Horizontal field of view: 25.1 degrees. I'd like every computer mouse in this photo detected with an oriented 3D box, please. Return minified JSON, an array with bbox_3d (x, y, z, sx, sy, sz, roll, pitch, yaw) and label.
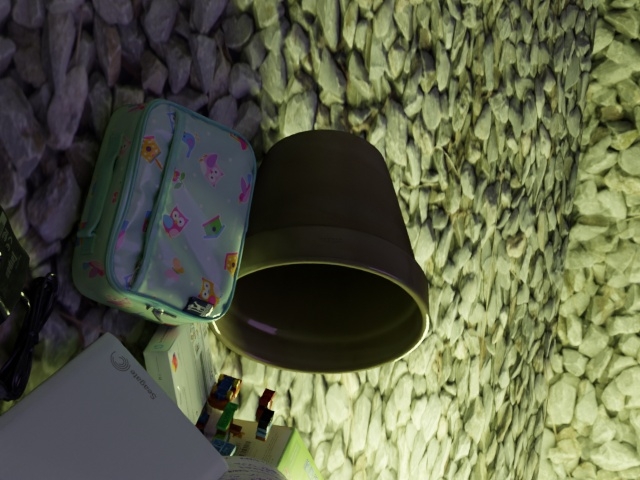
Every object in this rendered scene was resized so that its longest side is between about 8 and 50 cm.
[{"bbox_3d":[-0.383,0.070,1.620,0.262,0.060,0.184,67,32,-60],"label":"computer mouse"}]

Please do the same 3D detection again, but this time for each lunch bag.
[{"bbox_3d":[-0.201,-0.031,1.858,0.224,0.108,0.279,26,69,-45],"label":"lunch bag"}]

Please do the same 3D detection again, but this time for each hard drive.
[{"bbox_3d":[-0.284,0.282,1.677,0.233,0.047,0.353,48,40,0],"label":"hard drive"}]

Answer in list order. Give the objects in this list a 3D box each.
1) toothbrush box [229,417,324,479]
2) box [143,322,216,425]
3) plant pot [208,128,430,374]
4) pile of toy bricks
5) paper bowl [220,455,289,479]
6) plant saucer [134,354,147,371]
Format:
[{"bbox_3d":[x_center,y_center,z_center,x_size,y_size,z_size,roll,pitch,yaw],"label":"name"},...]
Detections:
[{"bbox_3d":[-0.081,0.435,2.173,0.206,0.122,0.283,-65,145,-34],"label":"toothbrush box"},{"bbox_3d":[-0.189,0.173,1.962,0.186,0.038,0.145,-71,155,-66],"label":"box"},{"bbox_3d":[0.000,0.000,2.116,0.323,0.323,0.280,54,31,-51],"label":"plant pot"},{"bbox_3d":[-0.142,0.289,2.058,0.212,0.118,0.105,-58,165,-58],"label":"pile of toy bricks"},{"bbox_3d":[-0.138,0.432,1.885,0.284,0.148,0.284,-15,131,-18],"label":"paper bowl"},{"bbox_3d":[-0.261,0.271,1.889,0.188,0.045,0.188,-33,123,-57],"label":"plant saucer"}]
